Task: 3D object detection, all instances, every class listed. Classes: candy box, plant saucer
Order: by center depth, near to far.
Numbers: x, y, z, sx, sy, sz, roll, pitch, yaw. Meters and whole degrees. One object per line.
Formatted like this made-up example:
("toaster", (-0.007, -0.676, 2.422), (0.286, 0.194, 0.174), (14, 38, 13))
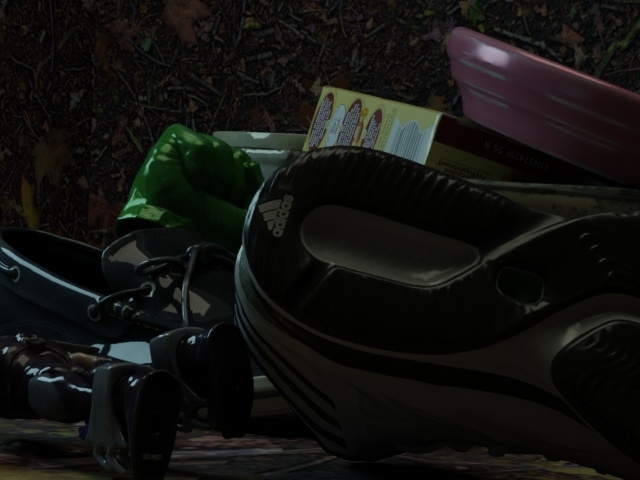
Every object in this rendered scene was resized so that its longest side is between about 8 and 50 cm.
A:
("plant saucer", (0.270, -0.112, 1.719), (0.332, 0.084, 0.332), (21, 8, -3))
("candy box", (0.126, -0.089, 1.900), (0.183, 0.088, 0.316), (18, 3, -24))

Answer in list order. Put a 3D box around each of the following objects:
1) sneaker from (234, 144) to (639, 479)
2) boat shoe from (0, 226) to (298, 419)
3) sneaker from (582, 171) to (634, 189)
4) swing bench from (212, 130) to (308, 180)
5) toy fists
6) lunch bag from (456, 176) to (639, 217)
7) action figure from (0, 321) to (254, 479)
("sneaker", (0.150, 0.086, 1.199), (0.447, 0.169, 0.257), (21, -21, -2))
("boat shoe", (-0.128, 0.068, 1.538), (0.500, 0.156, 0.187), (6, 2, 38))
("sneaker", (0.343, 0.062, 1.800), (0.295, 0.178, 0.124), (39, 14, 28))
("swing bench", (0.000, 0.000, 2.129), (0.254, 0.253, 0.165), (1, 3, -28))
("toy fists", (-0.080, 0.003, 1.727), (0.096, 0.142, 0.279), (-8, -44, 39))
("lunch bag", (0.161, 0.045, 1.660), (0.305, 0.213, 0.256), (3, 3, -15))
("action figure", (-0.178, 0.109, 1.243), (0.185, 0.099, 0.285), (-9, 5, -41))
